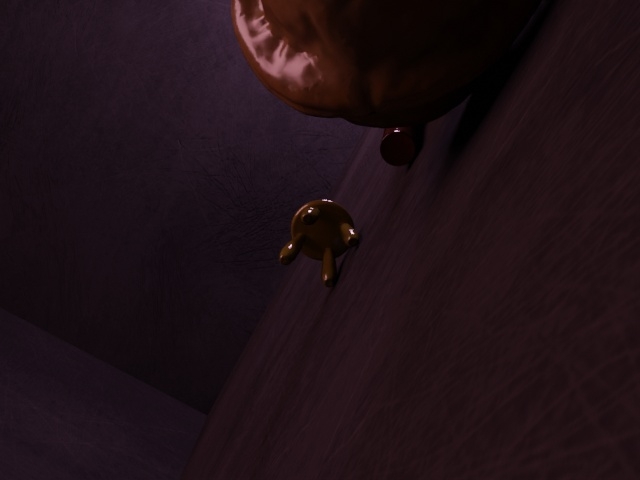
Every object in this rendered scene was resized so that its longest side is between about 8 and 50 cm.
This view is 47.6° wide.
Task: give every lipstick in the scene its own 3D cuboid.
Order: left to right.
[{"bbox_3d":[0.137,-0.196,1.195,0.057,0.057,0.356,-60,4,24],"label":"lipstick"}]

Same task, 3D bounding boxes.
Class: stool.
[{"bbox_3d":[0.000,0.000,1.205,0.135,0.134,0.110,-15,17,9],"label":"stool"}]

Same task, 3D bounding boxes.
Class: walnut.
[{"bbox_3d":[0.079,-0.313,0.806,0.383,0.384,0.383,-61,3,6],"label":"walnut"}]
